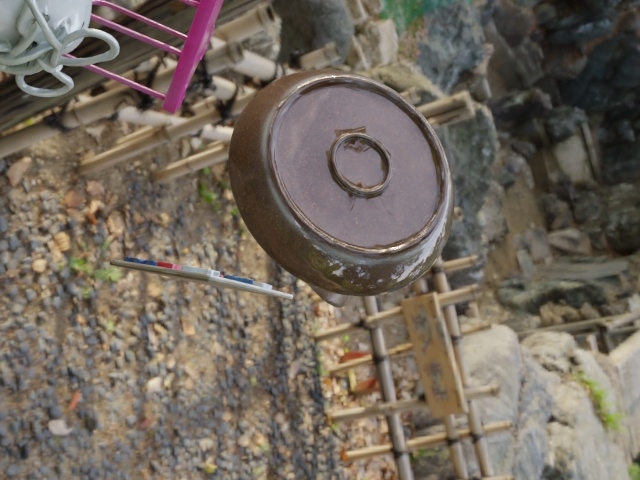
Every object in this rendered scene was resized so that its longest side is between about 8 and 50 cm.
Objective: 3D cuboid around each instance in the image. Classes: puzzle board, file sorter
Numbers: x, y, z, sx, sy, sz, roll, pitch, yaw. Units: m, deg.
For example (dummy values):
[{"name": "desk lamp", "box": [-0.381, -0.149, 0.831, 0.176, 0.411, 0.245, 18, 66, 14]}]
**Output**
[{"name": "puzzle board", "box": [-0.100, 0.030, 0.656, 0.096, 0.128, 0.011, 17, 82, -48]}, {"name": "file sorter", "box": [-0.199, -0.353, 0.972, 0.182, 0.290, 0.202, 22, 36, -12]}]

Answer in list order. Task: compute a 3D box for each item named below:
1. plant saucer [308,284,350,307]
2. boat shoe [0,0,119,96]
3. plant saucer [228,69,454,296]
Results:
[{"name": "plant saucer", "box": [0.000, 0.000, 1.124, 0.198, 0.036, 0.198, 52, 19, -27]}, {"name": "boat shoe", "box": [-0.214, -0.179, 0.577, 0.367, 0.136, 0.156, -76, 154, -59]}, {"name": "plant saucer", "box": [0.023, -0.047, 0.528, 0.169, 0.029, 0.168, 9, 67, -21]}]
